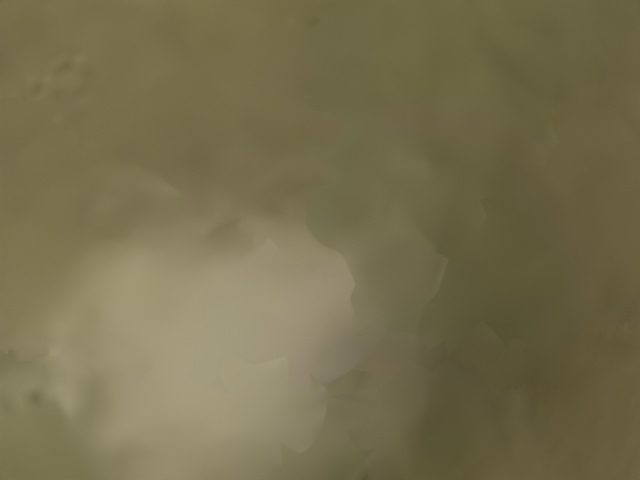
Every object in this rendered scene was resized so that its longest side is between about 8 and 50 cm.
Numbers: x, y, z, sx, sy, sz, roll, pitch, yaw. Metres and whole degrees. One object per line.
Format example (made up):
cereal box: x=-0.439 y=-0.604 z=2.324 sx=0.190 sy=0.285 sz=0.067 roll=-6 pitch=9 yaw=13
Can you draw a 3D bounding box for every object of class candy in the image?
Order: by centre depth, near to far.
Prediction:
candy: x=0.000 y=0.000 z=0.781 sx=0.386 sy=0.186 sz=0.427 roll=44 pitch=77 yaw=-12
